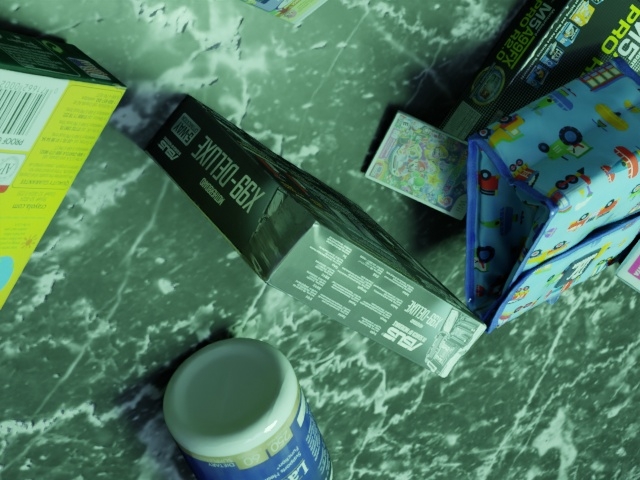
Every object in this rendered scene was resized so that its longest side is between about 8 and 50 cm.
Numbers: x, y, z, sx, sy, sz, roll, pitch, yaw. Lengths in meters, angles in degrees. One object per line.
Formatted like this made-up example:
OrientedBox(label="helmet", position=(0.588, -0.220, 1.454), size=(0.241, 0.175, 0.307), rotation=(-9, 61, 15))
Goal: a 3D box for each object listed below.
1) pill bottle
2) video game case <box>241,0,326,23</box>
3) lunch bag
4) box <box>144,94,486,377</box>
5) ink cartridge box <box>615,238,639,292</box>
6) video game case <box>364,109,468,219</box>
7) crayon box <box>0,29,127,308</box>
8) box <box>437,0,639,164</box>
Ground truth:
OrientedBox(label="pill bottle", position=(-0.071, 0.246, 1.540), size=(0.153, 0.153, 0.264), rotation=(-33, 137, -12))
OrientedBox(label="video game case", position=(-0.020, -0.283, 1.181), size=(0.193, 0.023, 0.212), rotation=(15, 142, -44))
OrientedBox(label="lunch bag", position=(0.271, -0.026, 1.503), size=(0.221, 0.138, 0.293), rotation=(-29, 148, -23))
OrientedBox(label="box", position=(0.000, 0.000, 1.334), size=(0.076, 0.242, 0.307), rotation=(-51, 138, 7))
OrientedBox(label="ink cartridge box", position=(0.454, -0.019, 1.699), size=(0.185, 0.065, 0.311), rotation=(-54, 171, 8))
OrientedBox(label="video game case", position=(0.121, -0.082, 1.473), size=(0.122, 0.011, 0.087), rotation=(24, 118, -6))
OrientedBox(label="crayon box", position=(-0.320, -0.027, 1.132), size=(0.318, 0.081, 0.202), rotation=(-57, 160, 14))
OrientedBox(label="box", position=(0.284, -0.169, 1.534), size=(0.216, 0.060, 0.270), rotation=(27, 104, -38))
